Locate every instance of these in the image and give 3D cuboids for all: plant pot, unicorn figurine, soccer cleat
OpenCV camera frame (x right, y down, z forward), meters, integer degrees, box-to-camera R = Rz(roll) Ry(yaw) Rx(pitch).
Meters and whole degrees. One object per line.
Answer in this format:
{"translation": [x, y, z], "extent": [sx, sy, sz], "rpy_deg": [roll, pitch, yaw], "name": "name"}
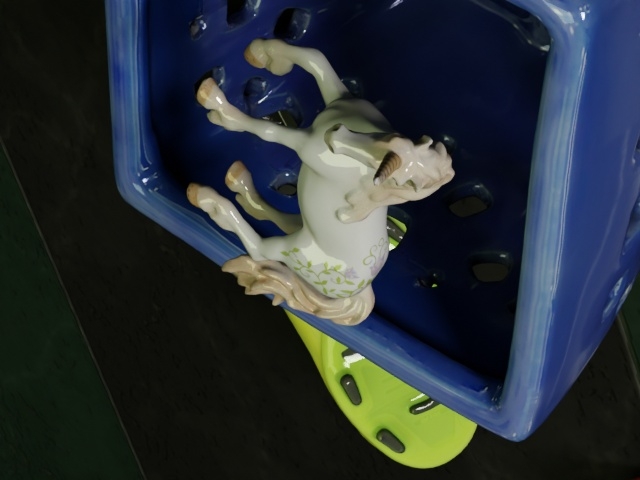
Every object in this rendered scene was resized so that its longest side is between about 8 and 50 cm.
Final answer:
{"translation": [0.063, -0.099, 0.841], "extent": [0.236, 0.212, 0.236], "rpy_deg": [32, 140, 26], "name": "plant pot"}
{"translation": [0.002, -0.024, 0.752], "extent": [0.111, 0.060, 0.162], "rpy_deg": [33, 157, 23], "name": "unicorn figurine"}
{"translation": [0.001, -0.001, 1.128], "extent": [0.289, 0.093, 0.121], "rpy_deg": [57, 175, -15], "name": "soccer cleat"}

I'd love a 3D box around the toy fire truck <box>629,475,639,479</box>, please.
{"translation": [0.225, 0.153, 1.026], "extent": [0.192, 0.047, 0.135], "rpy_deg": [21, 134, 37], "name": "toy fire truck"}
